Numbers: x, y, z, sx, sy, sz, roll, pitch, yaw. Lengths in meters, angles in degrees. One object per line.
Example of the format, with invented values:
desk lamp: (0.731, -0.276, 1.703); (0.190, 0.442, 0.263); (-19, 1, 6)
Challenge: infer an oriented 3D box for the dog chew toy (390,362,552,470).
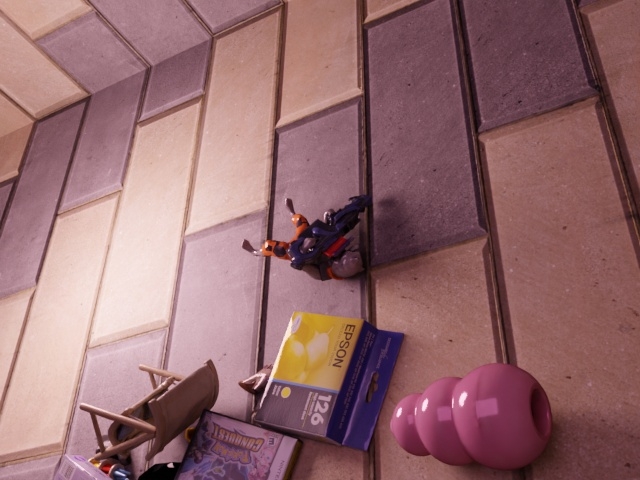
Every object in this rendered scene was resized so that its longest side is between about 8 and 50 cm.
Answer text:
dog chew toy: (0.291, 0.365, 1.506); (0.331, 0.206, 0.207); (-17, 50, 36)

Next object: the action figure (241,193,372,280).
action figure: (0.000, 0.000, 2.034); (0.330, 0.179, 0.341); (28, 50, 37)

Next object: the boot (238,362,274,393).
boot: (-0.157, 0.354, 1.927); (0.087, 0.042, 0.118); (-48, 26, -25)

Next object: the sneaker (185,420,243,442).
sneaker: (-0.267, 0.492, 1.882); (0.175, 0.067, 0.064); (-20, 48, 20)

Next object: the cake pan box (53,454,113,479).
cake pan box: (-0.620, 0.717, 1.910); (0.266, 0.070, 0.246); (18, 83, 36)

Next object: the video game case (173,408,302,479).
video game case: (-0.209, 0.557, 1.771); (0.274, 0.035, 0.248); (11, 65, 23)

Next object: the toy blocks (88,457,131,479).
toy blocks: (-0.581, 0.655, 1.990); (0.148, 0.054, 0.123); (0, 59, 34)

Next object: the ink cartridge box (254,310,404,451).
ink cartridge box: (0.017, 0.331, 1.803); (0.307, 0.072, 0.304); (0, 58, 38)

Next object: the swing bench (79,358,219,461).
swing bench: (-0.417, 0.430, 1.882); (0.254, 0.165, 0.253); (-8, 11, 28)

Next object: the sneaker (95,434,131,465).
sneaker: (-0.567, 0.572, 2.015); (0.089, 0.051, 0.170); (-21, 21, -11)

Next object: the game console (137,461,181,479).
game console: (-0.397, 0.726, 1.821); (0.213, 0.044, 0.361); (-11, 53, 31)
